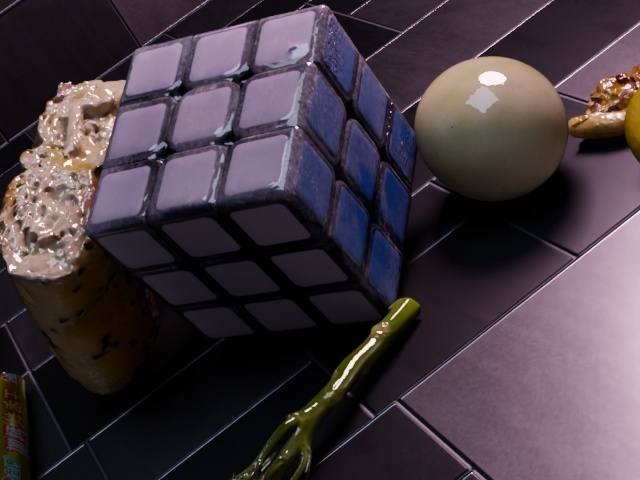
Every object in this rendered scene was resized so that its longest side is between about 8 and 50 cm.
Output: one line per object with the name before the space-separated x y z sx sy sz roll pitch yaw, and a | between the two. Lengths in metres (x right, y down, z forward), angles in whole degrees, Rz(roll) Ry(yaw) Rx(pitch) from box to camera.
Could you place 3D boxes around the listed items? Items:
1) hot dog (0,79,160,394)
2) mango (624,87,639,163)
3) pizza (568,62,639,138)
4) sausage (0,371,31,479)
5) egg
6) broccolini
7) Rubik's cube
hot dog | -0.303 0.018 1.847 0.196 0.365 0.367 10 53 7
mango | 0.439 -0.127 1.566 0.137 0.091 0.237 -28 27 15
pizza | 0.439 -0.200 1.727 0.246 0.058 0.127 -20 28 19
sausage | -0.448 0.277 1.866 0.082 0.082 0.371 -32 25 0
egg | 0.220 -0.148 1.733 0.188 0.189 0.253 -37 17 -8
broccolini | 0.001 0.207 1.530 0.074 0.079 0.392 -18 21 49
Rubik's cube | -0.076 -0.078 1.695 0.303 0.301 0.305 -10 53 27
